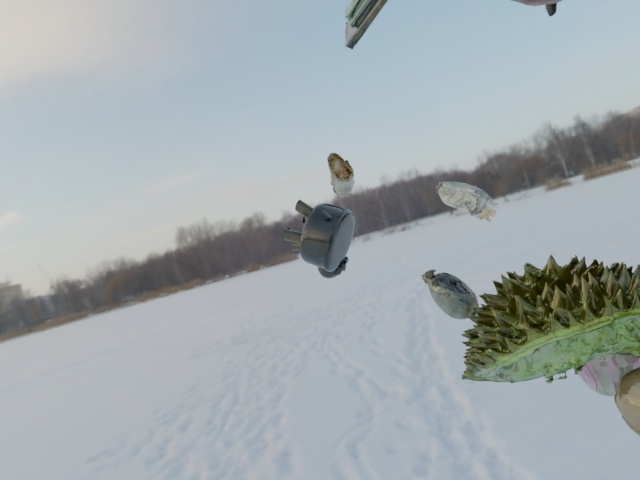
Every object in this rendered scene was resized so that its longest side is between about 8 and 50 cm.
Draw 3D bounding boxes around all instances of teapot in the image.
[{"bbox_3d":[0.568,0.189,1.096,0.222,0.178,0.163,-17,18,10],"label":"teapot"}]

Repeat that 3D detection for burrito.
[{"bbox_3d":[0.060,-0.180,1.685,0.060,0.087,0.226,-37,-10,-4],"label":"burrito"}]

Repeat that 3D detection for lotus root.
[{"bbox_3d":[0.313,0.128,1.430,0.088,0.165,0.088,-41,-20,-18],"label":"lotus root"}]

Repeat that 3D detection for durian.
[{"bbox_3d":[0.373,0.129,0.831,0.395,0.198,0.163,-17,17,20],"label":"durian"}]

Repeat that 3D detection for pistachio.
[{"bbox_3d":[0.431,0.202,0.704,0.113,0.113,0.149,-15,2,-36],"label":"pistachio"}]

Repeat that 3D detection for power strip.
[{"bbox_3d":[0.105,-0.556,1.333,0.213,0.065,0.198,-50,19,29],"label":"power strip"}]

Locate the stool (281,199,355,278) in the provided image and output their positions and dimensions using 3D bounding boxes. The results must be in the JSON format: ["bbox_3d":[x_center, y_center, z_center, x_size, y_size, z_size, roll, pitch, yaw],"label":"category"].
[{"bbox_3d":[-0.004,0.005,1.446,0.139,0.227,0.153,19,33,21],"label":"stool"}]

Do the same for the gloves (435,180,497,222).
[{"bbox_3d":[0.363,-0.106,1.486,0.153,0.070,0.114,26,4,42],"label":"gloves"}]

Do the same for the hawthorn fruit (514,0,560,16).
[{"bbox_3d":[0.281,-0.425,0.717,0.285,0.284,0.368,-16,-40,10],"label":"hawthorn fruit"}]
